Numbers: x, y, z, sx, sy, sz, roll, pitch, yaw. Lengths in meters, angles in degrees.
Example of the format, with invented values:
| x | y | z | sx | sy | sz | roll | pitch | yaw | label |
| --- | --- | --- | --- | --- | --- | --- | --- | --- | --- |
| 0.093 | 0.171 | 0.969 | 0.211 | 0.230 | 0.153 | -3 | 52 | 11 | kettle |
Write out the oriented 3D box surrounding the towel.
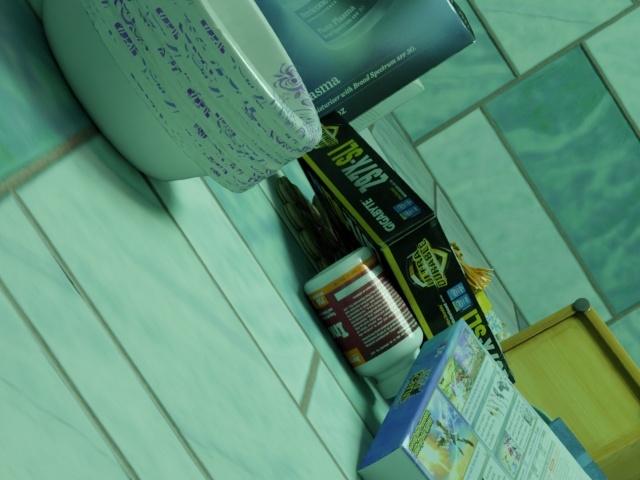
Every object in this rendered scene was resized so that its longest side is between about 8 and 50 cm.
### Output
| x | y | z | sx | sy | sz | roll | pitch | yaw | label |
| --- | --- | --- | --- | --- | --- | --- | --- | --- | --- |
| 0.327 | 0.290 | 2.131 | 0.119 | 0.029 | 0.067 | 54 | 30 | 11 | towel |

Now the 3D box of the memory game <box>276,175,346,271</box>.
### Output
| x | y | z | sx | sy | sz | roll | pitch | yaw | label |
| --- | --- | --- | --- | --- | --- | --- | --- | --- | --- |
| 0.000 | 0.000 | 1.993 | 0.186 | 0.012 | 0.186 | 56 | 9 | -14 | memory game |

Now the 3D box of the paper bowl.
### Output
| x | y | z | sx | sy | sz | roll | pitch | yaw | label |
| --- | --- | --- | --- | --- | --- | --- | --- | --- | --- |
| -0.133 | -0.167 | 1.430 | 0.284 | 0.148 | 0.284 | 56 | 10 | -15 | paper bowl |

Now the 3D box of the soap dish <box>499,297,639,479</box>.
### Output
| x | y | z | sx | sy | sz | roll | pitch | yaw | label |
| --- | --- | --- | --- | --- | --- | --- | --- | --- | --- |
| 0.367 | 0.234 | 2.363 | 0.291 | 0.229 | 0.118 | 57 | -10 | 35 | soap dish |

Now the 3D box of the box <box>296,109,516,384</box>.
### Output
| x | y | z | sx | sy | sz | roll | pitch | yaw | label |
| --- | --- | --- | --- | --- | --- | --- | --- | --- | --- |
| 0.090 | 0.017 | 1.918 | 0.257 | 0.079 | 0.322 | 63 | -6 | -32 | box |

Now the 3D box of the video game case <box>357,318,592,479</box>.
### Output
| x | y | z | sx | sy | sz | roll | pitch | yaw | label |
| --- | --- | --- | --- | --- | --- | --- | --- | --- | --- |
| 0.165 | 0.240 | 1.631 | 0.244 | 0.061 | 0.269 | 52 | 28 | -9 | video game case |

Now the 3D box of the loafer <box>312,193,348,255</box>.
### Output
| x | y | z | sx | sy | sz | roll | pitch | yaw | label |
| --- | --- | --- | --- | --- | --- | --- | --- | --- | --- |
| 0.043 | -0.005 | 2.119 | 0.148 | 0.056 | 0.050 | 44 | 14 | -20 | loafer |

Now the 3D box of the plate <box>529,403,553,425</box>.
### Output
| x | y | z | sx | sy | sz | roll | pitch | yaw | label |
| --- | --- | --- | --- | --- | --- | --- | --- | --- | --- |
| 0.301 | 0.317 | 2.268 | 0.188 | 0.024 | 0.188 | 46 | -34 | 44 | plate |

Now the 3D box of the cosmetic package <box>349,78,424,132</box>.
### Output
| x | y | z | sx | sy | sz | roll | pitch | yaw | label |
| --- | --- | --- | --- | --- | --- | --- | --- | --- | --- |
| 0.029 | -0.245 | 2.407 | 0.151 | 0.184 | 0.151 | 60 | 10 | 11 | cosmetic package |

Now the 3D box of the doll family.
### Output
| x | y | z | sx | sy | sz | roll | pitch | yaw | label |
| --- | --- | --- | --- | --- | --- | --- | --- | --- | --- |
| 0.233 | 0.086 | 2.587 | 0.163 | 0.118 | 0.263 | 57 | 10 | -5 | doll family |

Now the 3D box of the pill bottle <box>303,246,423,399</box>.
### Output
| x | y | z | sx | sy | sz | roll | pitch | yaw | label |
| --- | --- | --- | --- | --- | --- | --- | --- | --- | --- |
| 0.055 | 0.090 | 1.759 | 0.152 | 0.086 | 0.086 | 57 | 9 | -1 | pill bottle |

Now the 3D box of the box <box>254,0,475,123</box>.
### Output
| x | y | z | sx | sy | sz | roll | pitch | yaw | label |
| --- | --- | --- | --- | --- | --- | --- | --- | --- | --- |
| -0.014 | -0.301 | 2.035 | 0.294 | 0.296 | 0.183 | 54 | 10 | -15 | box |
